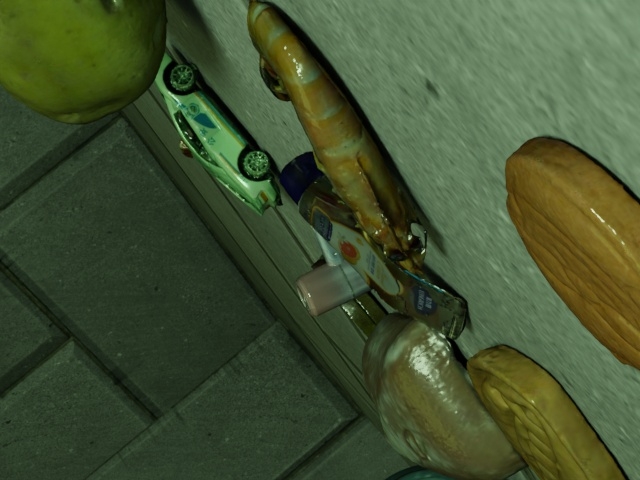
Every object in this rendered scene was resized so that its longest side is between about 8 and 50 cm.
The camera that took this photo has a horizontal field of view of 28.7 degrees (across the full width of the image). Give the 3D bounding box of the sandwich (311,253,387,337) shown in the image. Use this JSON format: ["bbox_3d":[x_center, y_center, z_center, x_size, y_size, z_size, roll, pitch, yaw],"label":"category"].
[{"bbox_3d":[0.043,0.069,1.218,0.135,0.029,0.067,50,180,-3],"label":"sandwich"}]

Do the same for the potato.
[{"bbox_3d":[-0.196,-0.186,0.857,0.228,0.148,0.197,51,161,-14],"label":"potato"}]

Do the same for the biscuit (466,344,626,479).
[{"bbox_3d":[0.148,0.132,0.812,0.142,0.029,0.220,47,174,31],"label":"biscuit"}]

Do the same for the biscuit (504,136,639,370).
[{"bbox_3d":[0.102,0.012,0.454,0.102,0.019,0.130,49,175,28],"label":"biscuit"}]

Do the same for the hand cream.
[{"bbox_3d":[0.035,0.003,0.844,0.163,0.039,0.062,46,157,23],"label":"hand cream"}]

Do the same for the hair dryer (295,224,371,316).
[{"bbox_3d":[0.000,0.000,1.012,0.114,0.063,0.037,68,170,-18],"label":"hair dryer"}]

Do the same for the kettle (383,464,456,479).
[{"bbox_3d":[0.168,0.367,1.359,0.319,0.247,0.342,16,155,15],"label":"kettle"}]

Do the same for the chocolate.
[{"bbox_3d":[0.089,0.145,1.077,0.161,0.083,0.261,52,175,2],"label":"chocolate"}]

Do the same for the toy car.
[{"bbox_3d":[-0.104,-0.097,1.164,0.186,0.058,0.093,50,176,5],"label":"toy car"}]

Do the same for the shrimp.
[{"bbox_3d":[0.001,-0.060,0.710,0.178,0.034,0.124,56,175,-28],"label":"shrimp"}]
